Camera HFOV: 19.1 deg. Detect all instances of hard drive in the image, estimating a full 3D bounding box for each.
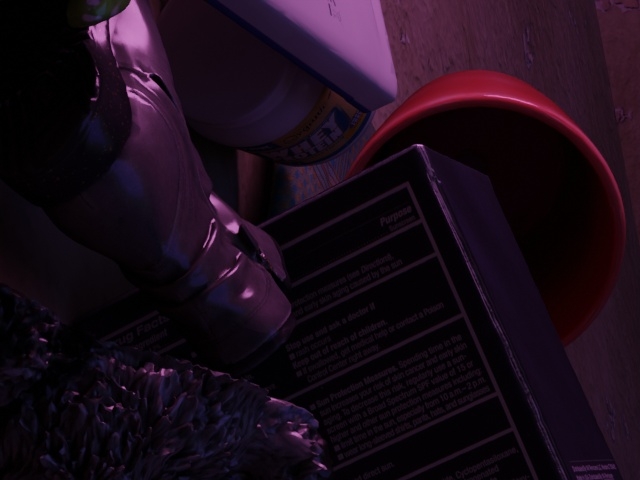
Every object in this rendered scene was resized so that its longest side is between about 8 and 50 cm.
[{"bbox_3d":[-0.050,-0.244,1.418,0.319,0.040,0.210,30,44,-54],"label":"hard drive"}]

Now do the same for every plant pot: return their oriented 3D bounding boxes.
[{"bbox_3d":[0.149,-0.040,1.825,0.243,0.275,0.275,-79,156,-69],"label":"plant pot"}]

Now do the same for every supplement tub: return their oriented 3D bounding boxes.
[{"bbox_3d":[-0.044,-0.143,1.585,0.200,0.144,0.144,14,70,-68],"label":"supplement tub"}]

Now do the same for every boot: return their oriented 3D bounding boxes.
[{"bbox_3d":[-0.117,-0.061,1.255,0.222,0.118,0.338,48,22,-30],"label":"boot"}]

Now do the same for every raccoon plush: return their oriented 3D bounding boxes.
[{"bbox_3d":[-0.191,0.206,1.134,0.446,0.216,0.299,25,70,-33],"label":"raccoon plush"}]

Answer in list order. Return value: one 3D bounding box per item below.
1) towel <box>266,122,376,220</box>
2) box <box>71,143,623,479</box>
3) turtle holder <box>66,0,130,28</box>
[{"bbox_3d":[0.000,0.000,1.791,0.271,0.040,0.370,63,29,-52],"label":"towel"},{"bbox_3d":[0.029,0.131,1.361,0.294,0.296,0.183,67,17,13],"label":"box"},{"bbox_3d":[-0.169,-0.254,1.112,0.320,0.243,0.227,-31,112,-40],"label":"turtle holder"}]
